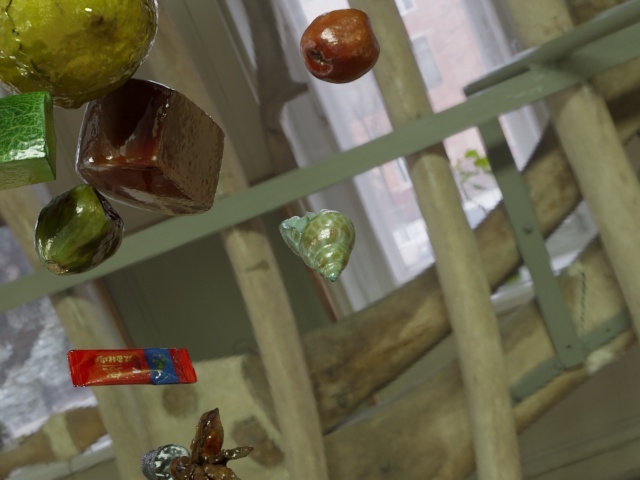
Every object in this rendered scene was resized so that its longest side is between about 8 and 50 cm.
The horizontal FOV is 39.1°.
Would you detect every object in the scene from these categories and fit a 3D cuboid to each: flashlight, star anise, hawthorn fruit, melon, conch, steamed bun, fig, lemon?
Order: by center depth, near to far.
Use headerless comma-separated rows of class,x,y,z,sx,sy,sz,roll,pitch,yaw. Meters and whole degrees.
melon,-0.568,-0.124,1.422,0.324,0.124,0.196,-18,38,2
conch,0.002,-0.001,1.559,0.116,0.105,0.173,-10,15,-42
fig,-0.425,-0.009,1.562,0.154,0.144,0.165,-25,25,48
lemon,-0.482,-0.420,1.654,0.350,0.349,0.387,-26,31,-25
star anise,-0.232,0.451,1.777,0.196,0.212,0.111,-39,-31,21
steamed bun,-0.375,-0.191,1.924,0.248,0.235,0.379,5,-11,17
hawthorn fruit,0.042,-0.444,2.055,0.189,0.189,0.189,-23,6,3
flashlight,-0.402,0.569,2.286,0.103,0.103,0.424,-25,-5,-21

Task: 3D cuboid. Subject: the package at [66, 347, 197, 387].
package,-0.303,0.204,1.456,0.200,0.022,0.083,2,38,-26
